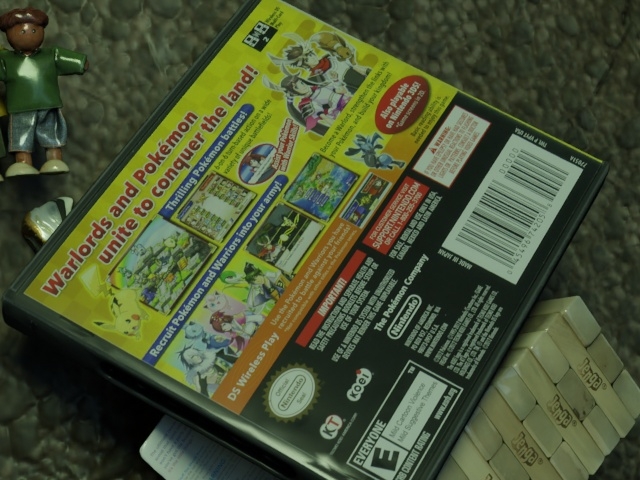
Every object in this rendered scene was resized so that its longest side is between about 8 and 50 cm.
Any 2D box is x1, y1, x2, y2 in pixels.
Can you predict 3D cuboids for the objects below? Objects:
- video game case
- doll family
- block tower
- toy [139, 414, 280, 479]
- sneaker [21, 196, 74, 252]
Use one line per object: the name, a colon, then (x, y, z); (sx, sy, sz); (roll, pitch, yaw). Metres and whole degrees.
video game case: (0.000, 0.000, 0.887); (0.248, 0.035, 0.275); (28, 57, 10)
doll family: (-0.227, -0.083, 0.846); (0.193, 0.076, 0.111); (-7, 89, -26)
block tower: (0.057, 0.161, 0.882); (0.335, 0.097, 0.091); (-45, 108, -31)
toy: (-0.001, 0.149, 0.936); (0.237, 0.056, 0.137); (45, 61, -20)
sneaker: (-0.136, 0.012, 0.900); (0.037, 0.032, 0.083); (-39, 101, -27)
